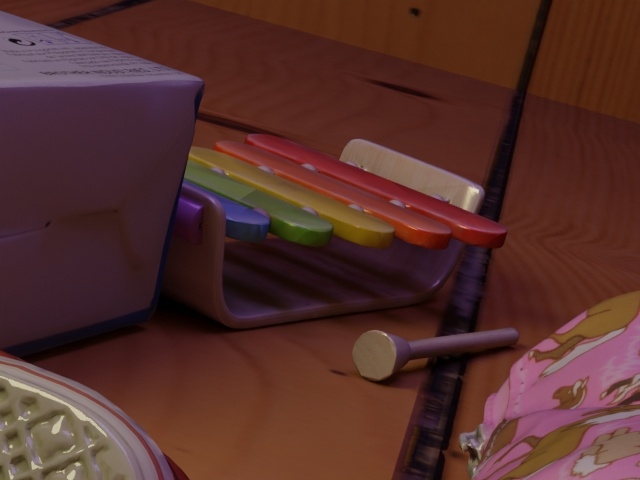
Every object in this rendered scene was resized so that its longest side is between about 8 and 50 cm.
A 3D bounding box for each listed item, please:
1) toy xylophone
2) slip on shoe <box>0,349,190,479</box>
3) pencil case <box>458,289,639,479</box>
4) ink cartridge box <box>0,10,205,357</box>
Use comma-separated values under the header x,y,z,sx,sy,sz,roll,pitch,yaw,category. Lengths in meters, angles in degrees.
x,y,z,sx,sy,sz,roll,pitch,yaw,category
0.000,0.000,1.181,0.236,0.081,0.323,21,14,23,toy xylophone
-0.181,0.061,0.685,0.331,0.123,0.101,21,-9,25,slip on shoe
0.107,0.122,0.614,0.160,0.167,0.386,58,17,-1,pencil case
-0.299,-0.070,0.986,0.395,0.151,0.270,22,14,22,ink cartridge box
